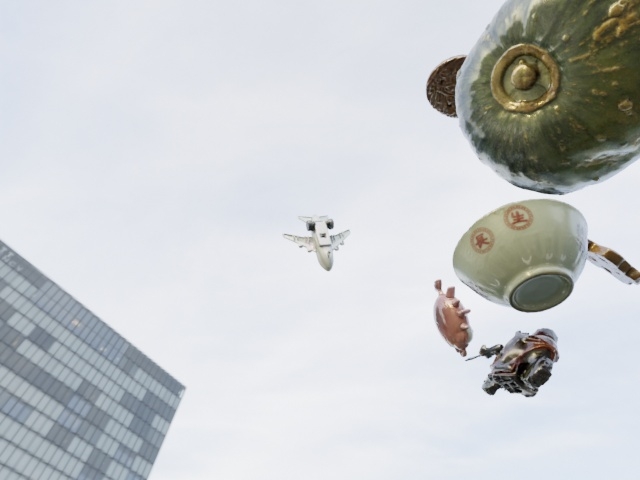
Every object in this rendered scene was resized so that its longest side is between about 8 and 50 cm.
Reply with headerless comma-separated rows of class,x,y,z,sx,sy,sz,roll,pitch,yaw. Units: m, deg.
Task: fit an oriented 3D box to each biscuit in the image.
biscuit,0.888,0.040,1.412,0.278,0.301,0.043,26,-77,-46
biscuit,0.368,-0.393,1.133,0.188,0.027,0.187,13,-33,9

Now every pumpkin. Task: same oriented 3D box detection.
pumpkin,0.368,-0.231,0.614,0.328,0.258,0.291,-37,-103,53

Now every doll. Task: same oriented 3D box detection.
doll,0.425,0.251,1.429,0.093,0.261,0.211,-9,-33,-9

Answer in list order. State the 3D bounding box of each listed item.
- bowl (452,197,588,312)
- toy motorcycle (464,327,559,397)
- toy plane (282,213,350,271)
bowl,0.512,0.074,1.076,0.338,0.157,0.337,-1,-48,-1
toy motorcycle,0.536,0.343,1.225,0.134,0.207,0.401,41,-26,10
toy plane,0.001,-0.004,1.524,0.251,0.255,0.101,-4,-42,-16
